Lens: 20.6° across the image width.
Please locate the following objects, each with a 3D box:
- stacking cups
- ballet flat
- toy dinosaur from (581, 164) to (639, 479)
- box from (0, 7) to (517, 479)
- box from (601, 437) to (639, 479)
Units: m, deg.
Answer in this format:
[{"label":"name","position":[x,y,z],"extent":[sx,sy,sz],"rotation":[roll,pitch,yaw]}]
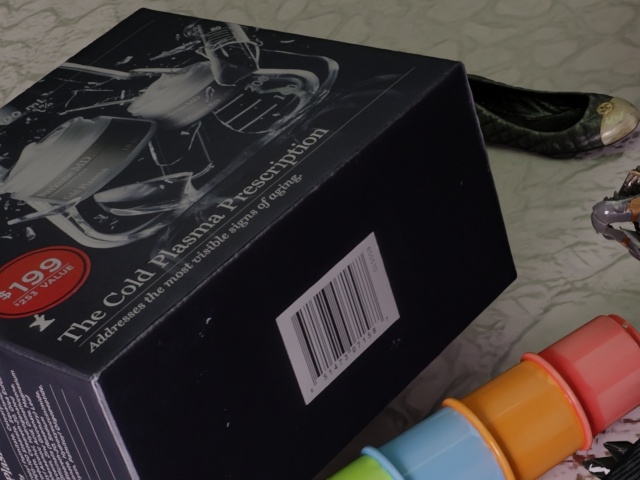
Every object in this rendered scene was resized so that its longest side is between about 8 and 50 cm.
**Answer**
[{"label":"stacking cups","position":[0.070,0.145,1.117],"extent":[0.316,0.096,0.096],"rotation":[-34,40,-16]},{"label":"ballet flat","position":[0.168,-0.102,1.393],"extent":[0.173,0.049,0.057],"rotation":[6,47,31]},{"label":"toy dinosaur","position":[0.284,0.072,1.043],"extent":[0.218,0.164,0.322],"rotation":[-30,39,-33]},{"label":"box","position":[-0.105,0.018,1.161],"extent":[0.312,0.179,0.343],"rotation":[14,44,41]},{"label":"box","position":[0.316,0.137,0.816],"extent":[0.293,0.212,0.395],"rotation":[44,66,7]}]
